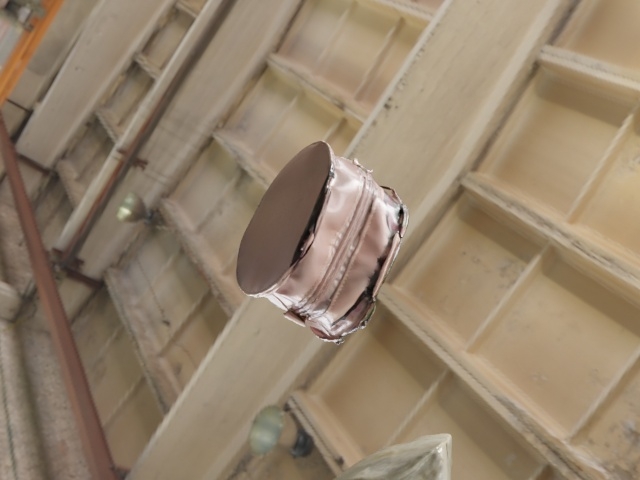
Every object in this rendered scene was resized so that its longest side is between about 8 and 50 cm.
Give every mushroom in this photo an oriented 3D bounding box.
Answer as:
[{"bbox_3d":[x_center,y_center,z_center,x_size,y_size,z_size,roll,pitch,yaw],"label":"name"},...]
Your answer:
[{"bbox_3d":[0.027,0.256,0.731,0.247,0.096,0.108,-31,-127,-6],"label":"mushroom"}]

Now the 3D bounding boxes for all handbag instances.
[{"bbox_3d":[0.001,0.001,0.944,0.179,0.116,0.205,5,-111,63],"label":"handbag"}]
